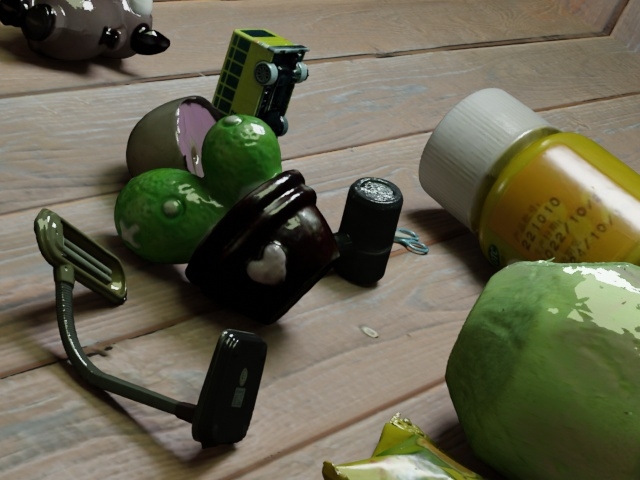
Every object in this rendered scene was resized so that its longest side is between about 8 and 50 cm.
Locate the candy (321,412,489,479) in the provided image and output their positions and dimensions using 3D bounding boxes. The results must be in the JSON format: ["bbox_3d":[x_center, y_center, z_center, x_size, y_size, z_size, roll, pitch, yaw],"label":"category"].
[{"bbox_3d":[0.109,0.253,1.635,0.187,0.081,0.297,33,12,14],"label":"candy"}]

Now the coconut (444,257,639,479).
[{"bbox_3d":[0.303,0.160,1.778,0.328,0.281,0.328,26,-21,11],"label":"coconut"}]

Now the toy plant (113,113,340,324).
[{"bbox_3d":[-0.103,-0.021,1.861,0.235,0.218,0.175,48,14,9],"label":"toy plant"}]

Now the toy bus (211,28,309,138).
[{"bbox_3d":[-0.092,-0.197,2.249,0.101,0.175,0.088,30,23,28],"label":"toy bus"}]

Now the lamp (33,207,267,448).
[{"bbox_3d":[-0.170,0.099,1.670,0.283,0.124,0.203,32,4,21],"label":"lamp"}]

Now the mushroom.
[{"bbox_3d":[-0.180,-0.108,2.049,0.117,0.141,0.188,-4,10,20],"label":"mushroom"}]

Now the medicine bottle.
[{"bbox_3d":[0.328,-0.034,2.259,0.224,0.224,0.384,-5,39,-49],"label":"medicine bottle"}]

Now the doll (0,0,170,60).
[{"bbox_3d":[-0.333,-0.315,2.317,0.182,0.117,0.257,33,27,30],"label":"doll"}]

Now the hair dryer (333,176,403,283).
[{"bbox_3d":[0.000,0.000,2.025,0.219,0.124,0.071,-14,40,-32],"label":"hair dryer"}]

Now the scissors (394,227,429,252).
[{"bbox_3d":[0.094,-0.008,2.234,0.119,0.014,0.058,13,25,-34],"label":"scissors"}]
